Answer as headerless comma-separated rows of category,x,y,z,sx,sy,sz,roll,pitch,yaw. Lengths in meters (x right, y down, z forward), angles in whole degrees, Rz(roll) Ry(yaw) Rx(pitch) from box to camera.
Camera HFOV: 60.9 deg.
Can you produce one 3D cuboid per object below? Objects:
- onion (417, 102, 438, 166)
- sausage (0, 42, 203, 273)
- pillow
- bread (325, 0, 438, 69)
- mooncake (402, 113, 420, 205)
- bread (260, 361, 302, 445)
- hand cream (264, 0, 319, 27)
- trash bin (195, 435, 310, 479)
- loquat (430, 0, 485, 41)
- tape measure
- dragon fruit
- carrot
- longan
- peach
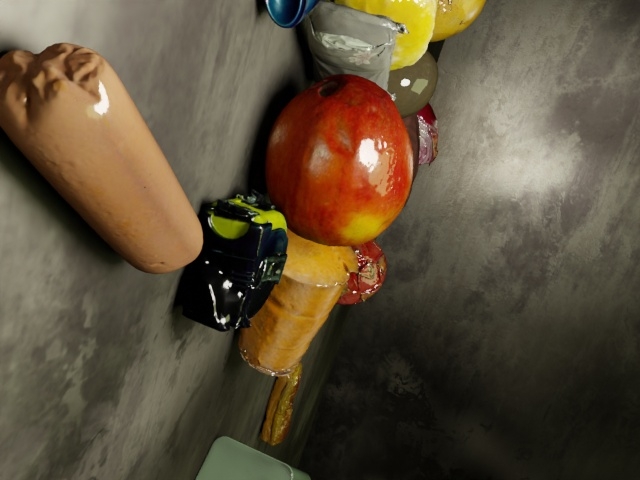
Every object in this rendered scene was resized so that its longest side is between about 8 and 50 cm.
onion,0.241,-0.338,1.622,0.207,0.216,0.206,-71,160,-61
sausage,-0.166,-0.047,0.459,0.289,0.086,0.086,84,28,-64
pillow,0.049,-0.283,0.863,0.255,0.169,0.059,65,41,-78
bread,0.101,-0.390,0.896,0.197,0.197,0.171,84,21,-66
mooncake,0.155,-0.223,1.397,0.326,0.174,0.334,-19,120,-64
bread,-0.118,0.516,1.743,0.139,0.077,0.271,-41,147,-74
hand cream,-0.008,-0.382,0.731,0.120,0.061,0.271,93,12,-46
trash bin,-0.159,0.601,1.327,0.343,0.222,0.158,83,29,-64
loquat,0.242,-0.543,1.164,0.235,0.235,0.235,21,90,-79
tape measure,-0.111,0.025,0.800,0.186,0.112,0.199,-35,146,-74
dragon fruit,0.063,0.051,1.481,0.224,0.218,0.148,-66,153,-16
carrot,-0.056,0.114,1.059,0.196,0.196,0.254,-52,165,-57
longan,0.169,-0.367,1.239,0.212,0.198,0.198,-65,171,-63
peach,0.030,-0.129,0.862,0.281,0.238,0.281,13,90,-78
